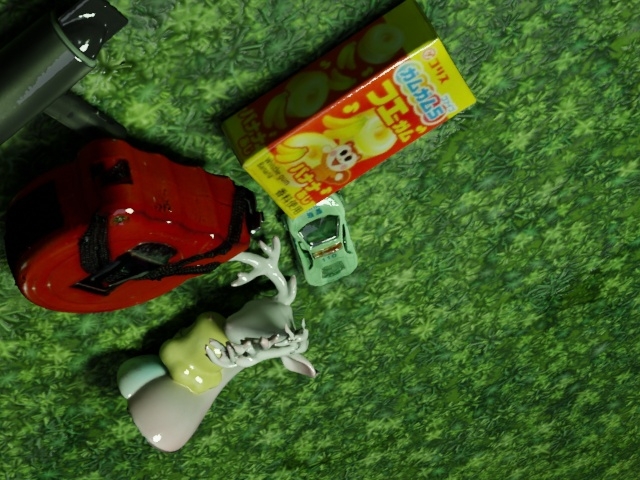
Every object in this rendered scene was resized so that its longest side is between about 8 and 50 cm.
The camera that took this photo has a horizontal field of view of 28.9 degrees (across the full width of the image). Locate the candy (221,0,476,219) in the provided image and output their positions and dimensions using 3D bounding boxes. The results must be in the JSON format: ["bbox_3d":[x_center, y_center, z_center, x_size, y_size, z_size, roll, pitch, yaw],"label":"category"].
[{"bbox_3d":[0.035,-0.155,1.496,0.276,0.088,0.146,-32,141,7],"label":"candy"}]

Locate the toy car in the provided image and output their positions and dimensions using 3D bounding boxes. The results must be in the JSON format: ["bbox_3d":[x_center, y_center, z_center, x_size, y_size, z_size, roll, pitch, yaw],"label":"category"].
[{"bbox_3d":[0.000,0.000,1.685,0.093,0.058,0.186,-21,143,-4],"label":"toy car"}]

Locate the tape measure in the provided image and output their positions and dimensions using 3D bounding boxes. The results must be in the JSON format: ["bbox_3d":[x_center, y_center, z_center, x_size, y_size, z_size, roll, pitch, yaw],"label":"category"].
[{"bbox_3d":[-0.237,-0.005,1.462,0.260,0.114,0.253,-32,151,27],"label":"tape measure"}]

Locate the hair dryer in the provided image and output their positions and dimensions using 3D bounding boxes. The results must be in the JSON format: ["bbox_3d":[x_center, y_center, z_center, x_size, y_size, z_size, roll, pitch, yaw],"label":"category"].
[{"bbox_3d":[-0.252,-0.157,1.357,0.195,0.078,0.248,-35,152,12],"label":"hair dryer"}]

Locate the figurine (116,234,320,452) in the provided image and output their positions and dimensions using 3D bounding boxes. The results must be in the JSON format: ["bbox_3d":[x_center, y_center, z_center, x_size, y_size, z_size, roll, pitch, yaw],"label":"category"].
[{"bbox_3d":[-0.133,0.141,1.671,0.315,0.206,0.284,-40,150,13],"label":"figurine"}]
